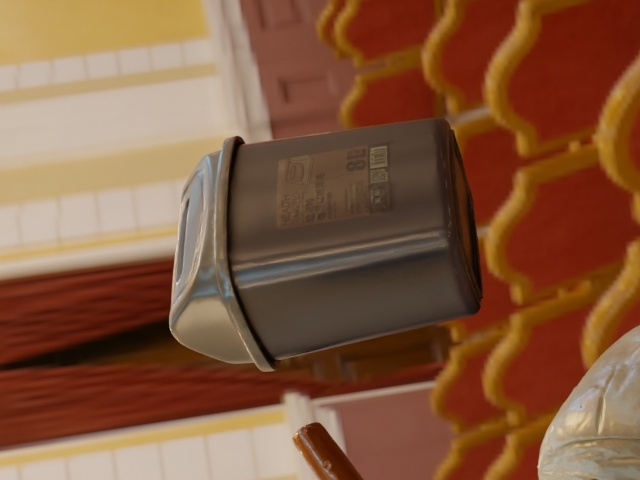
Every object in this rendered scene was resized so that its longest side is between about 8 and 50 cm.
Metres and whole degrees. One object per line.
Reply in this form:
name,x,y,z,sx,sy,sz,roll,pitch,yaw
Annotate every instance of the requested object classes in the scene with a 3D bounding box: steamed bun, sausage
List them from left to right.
sausage,0.018,0.238,1.507,0.131,0.039,0.041,49,169,39
steamed bun,0.443,0.223,1.718,0.247,0.383,0.236,-51,-50,-35

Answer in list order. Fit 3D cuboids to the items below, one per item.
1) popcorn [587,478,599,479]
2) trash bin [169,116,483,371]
popcorn,0.323,0.359,1.554,0.184,0.221,0.204,101,-165,-48
trash bin,0.000,0.000,1.423,0.182,0.290,0.209,68,-163,-45
